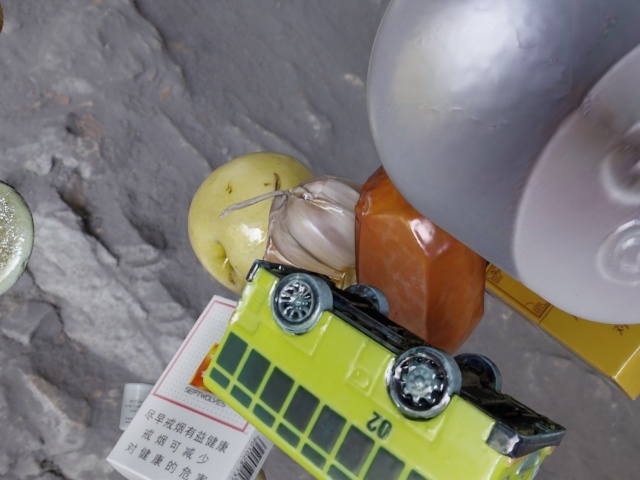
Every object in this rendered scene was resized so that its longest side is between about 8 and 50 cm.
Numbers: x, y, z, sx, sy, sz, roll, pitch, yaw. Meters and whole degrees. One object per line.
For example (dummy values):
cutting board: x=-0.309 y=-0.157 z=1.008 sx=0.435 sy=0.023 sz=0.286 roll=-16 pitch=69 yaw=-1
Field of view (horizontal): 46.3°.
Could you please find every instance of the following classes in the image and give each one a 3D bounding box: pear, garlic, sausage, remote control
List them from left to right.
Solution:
pear: x=-0.118 y=-0.034 z=1.559 sx=0.309 sy=0.309 sz=0.309 roll=30 pitch=42 yaw=-32
garlic: x=0.000 y=0.000 z=1.012 sx=0.256 sy=0.207 sz=0.207 roll=17 pitch=49 yaw=-58
sausage: x=0.118 y=0.030 z=0.886 sx=0.141 sy=0.153 sz=0.268 roll=-32 pitch=128 yaw=-43
remote control: x=0.182 y=-0.071 z=0.496 sx=0.332 sy=0.221 sz=0.103 roll=32 pitch=13 yaw=-18

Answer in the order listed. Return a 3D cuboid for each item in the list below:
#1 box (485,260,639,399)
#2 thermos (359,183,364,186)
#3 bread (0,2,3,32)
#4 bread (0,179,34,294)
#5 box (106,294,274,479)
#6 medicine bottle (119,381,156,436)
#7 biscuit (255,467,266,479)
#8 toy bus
box: x=0.412 y=0.025 z=1.230 sx=0.116 sy=0.264 sz=0.415 roll=36 pitch=3 yaw=-44
thermos: x=0.077 y=-0.031 z=1.662 sx=0.105 sy=0.193 sz=0.137 roll=33 pitch=11 yaw=31
bread: x=-0.337 y=-0.222 z=0.676 sx=0.111 sy=0.083 sz=0.044 roll=47 pitch=50 yaw=-14
bread: x=-0.717 y=-0.004 z=1.556 sx=0.267 sy=0.267 sz=0.040 roll=63 pitch=6 yaw=10
box: x=-0.162 y=0.263 z=1.218 sx=0.330 sy=0.210 sz=0.095 roll=-60 pitch=147 yaw=-27
medicine bottle: x=-0.342 y=0.339 z=1.431 sx=0.080 sy=0.080 sz=0.130 roll=16 pitch=72 yaw=-43
biscuit: x=-0.171 y=0.546 z=1.539 sx=0.291 sy=0.062 sz=0.237 roll=-94 pitch=159 yaw=-51
toy bus: x=0.044 y=0.132 z=0.603 sx=0.262 sy=0.150 sz=0.128 roll=31 pitch=8 yaw=32
